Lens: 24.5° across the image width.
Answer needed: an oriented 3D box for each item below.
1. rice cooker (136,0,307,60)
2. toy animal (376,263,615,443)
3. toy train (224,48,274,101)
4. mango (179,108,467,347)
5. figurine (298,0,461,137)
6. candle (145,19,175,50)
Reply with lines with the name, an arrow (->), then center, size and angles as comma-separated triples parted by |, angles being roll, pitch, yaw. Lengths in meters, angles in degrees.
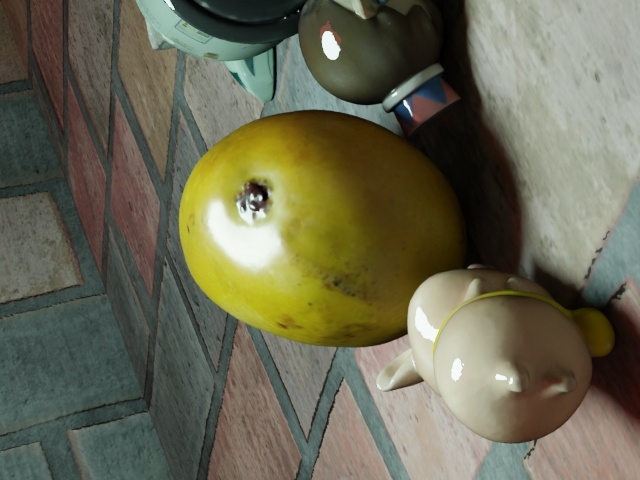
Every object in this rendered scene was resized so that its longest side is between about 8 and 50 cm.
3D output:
rice cooker -> -0.094, -0.328, 1.657 | 0.280, 0.241, 0.227 | 41, 168, -8
toy animal -> 0.163, 0.101, 1.324 | 0.248, 0.165, 0.149 | -169, 94, -80
toy train -> -0.115, -0.357, 1.922 | 0.086, 0.088, 0.407 | -129, 30, -51
mango -> 0.000, 0.000, 1.564 | 0.445, 0.300, 0.232 | 88, -166, -82
figurine -> 0.049, -0.235, 1.452 | 0.161, 0.158, 0.275 | -137, 29, -77
candle -> -0.232, -0.368, 2.280 | 0.192, 0.068, 0.168 | -119, 27, -42
